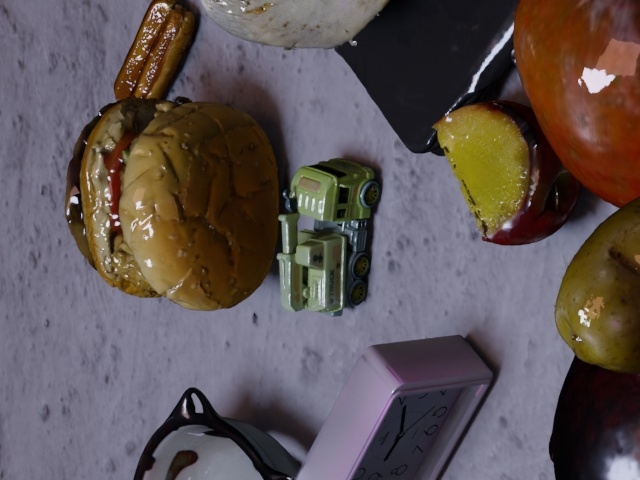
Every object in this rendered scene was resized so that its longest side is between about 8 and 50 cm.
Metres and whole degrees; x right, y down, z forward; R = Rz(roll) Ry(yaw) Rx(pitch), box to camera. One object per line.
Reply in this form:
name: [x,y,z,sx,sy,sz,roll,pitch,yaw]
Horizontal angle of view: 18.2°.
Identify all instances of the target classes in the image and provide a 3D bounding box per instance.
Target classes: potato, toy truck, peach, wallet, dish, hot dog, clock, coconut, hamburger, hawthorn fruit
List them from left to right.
hot dog: [-0.198,-0.212,2.360,0.071,0.045,0.165,47,126,29]
hamburger: [-0.152,-0.045,2.212,0.163,0.244,0.244,6,100,46]
dish: [-0.087,0.319,2.258,0.303,0.120,0.303,7,100,45]
coconut: [-0.030,-0.327,2.002,0.245,0.245,0.247,-54,38,35]
toy truck: [0.000,0.000,2.144,0.077,0.100,0.169,21,110,41]
clock: [0.077,0.194,2.055,0.063,0.150,0.197,49,126,34]
wallet: [0.155,-0.266,1.988,0.197,0.051,0.377,56,129,29]
peach: [0.187,-0.070,1.951,0.172,0.092,0.127,44,120,47]
hawthorn fruit: [0.310,-0.152,1.692,0.284,0.284,0.284,7,100,45]
potato: [0.335,-0.006,1.519,0.176,0.369,0.195,65,162,-10]

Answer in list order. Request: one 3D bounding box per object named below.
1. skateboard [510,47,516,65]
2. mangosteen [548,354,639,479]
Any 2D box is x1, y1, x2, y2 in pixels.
skateboard: [0.258,-0.197,1.889,0.080,0.067,0.151,52,125,16]
mangosteen: [0.362,0.171,1.662,0.347,0.307,0.306,-15,84,34]
